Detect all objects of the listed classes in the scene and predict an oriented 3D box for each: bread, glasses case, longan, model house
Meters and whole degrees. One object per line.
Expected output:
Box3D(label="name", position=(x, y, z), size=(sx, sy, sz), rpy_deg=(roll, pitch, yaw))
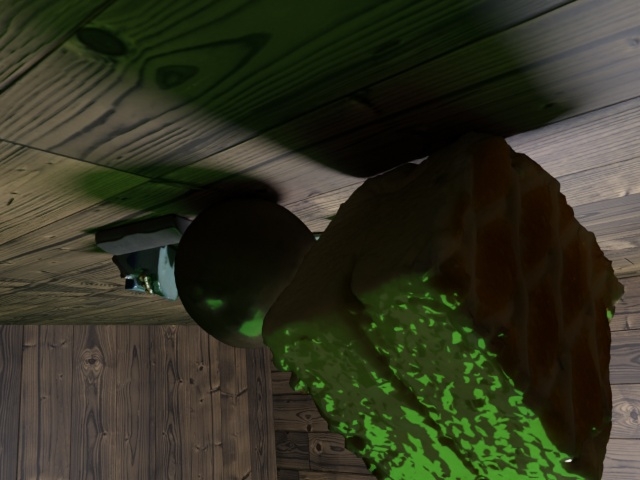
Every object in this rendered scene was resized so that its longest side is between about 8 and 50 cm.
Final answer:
Box3D(label="bread", position=(0.180, 0.097, 0.681), size=(0.279, 0.371, 0.390), rpy_deg=(-27, -162, 42))
Box3D(label="glasses case", position=(-0.331, -0.010, 0.993), size=(0.191, 0.042, 0.072), rpy_deg=(-10, 158, 23))
Box3D(label="longan", position=(-0.118, 0.053, 0.875), size=(0.258, 0.258, 0.258), rpy_deg=(-4, 167, -1))
Box3D(label="model house", position=(-0.399, 0.065, 1.157), size=(0.149, 0.119, 0.148), rpy_deg=(2, 168, 5))

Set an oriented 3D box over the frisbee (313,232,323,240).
Box3D(label="frisbee", position=(0.000, 0.000, 1.206), size=(0.110, 0.014, 0.110), rpy_deg=(-3, 167, -1))
